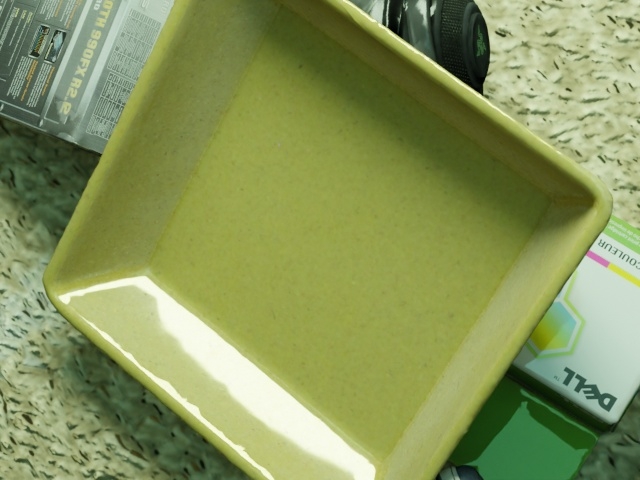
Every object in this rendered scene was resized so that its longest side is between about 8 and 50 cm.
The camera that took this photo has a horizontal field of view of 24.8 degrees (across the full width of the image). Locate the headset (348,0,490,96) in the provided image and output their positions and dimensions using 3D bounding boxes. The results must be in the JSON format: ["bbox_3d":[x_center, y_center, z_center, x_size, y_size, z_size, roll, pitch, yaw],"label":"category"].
[{"bbox_3d":[0.008,-0.165,1.080,0.243,0.185,0.394,20,94,22],"label":"headset"}]

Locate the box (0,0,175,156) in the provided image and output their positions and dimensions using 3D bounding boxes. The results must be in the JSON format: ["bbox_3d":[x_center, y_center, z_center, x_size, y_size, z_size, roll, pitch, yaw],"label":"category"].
[{"bbox_3d":[-0.177,-0.191,1.125,0.183,0.056,0.231,21,89,44],"label":"box"}]

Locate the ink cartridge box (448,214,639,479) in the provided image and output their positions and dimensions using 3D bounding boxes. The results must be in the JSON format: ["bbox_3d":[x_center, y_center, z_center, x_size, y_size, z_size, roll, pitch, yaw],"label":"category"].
[{"bbox_3d":[0.134,0.091,1.068,0.188,0.097,0.255,32,82,12],"label":"ink cartridge box"}]

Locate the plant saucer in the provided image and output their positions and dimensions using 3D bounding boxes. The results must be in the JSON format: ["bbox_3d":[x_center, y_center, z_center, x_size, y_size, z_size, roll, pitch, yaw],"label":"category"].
[{"bbox_3d":[0.000,0.000,1.020,0.333,0.081,0.333,38,117,17],"label":"plant saucer"}]

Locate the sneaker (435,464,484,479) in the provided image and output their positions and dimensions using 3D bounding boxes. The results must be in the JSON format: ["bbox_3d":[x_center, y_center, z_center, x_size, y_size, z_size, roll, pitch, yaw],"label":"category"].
[{"bbox_3d":[0.191,0.219,1.012,0.163,0.086,0.226,-31,104,4],"label":"sneaker"}]
